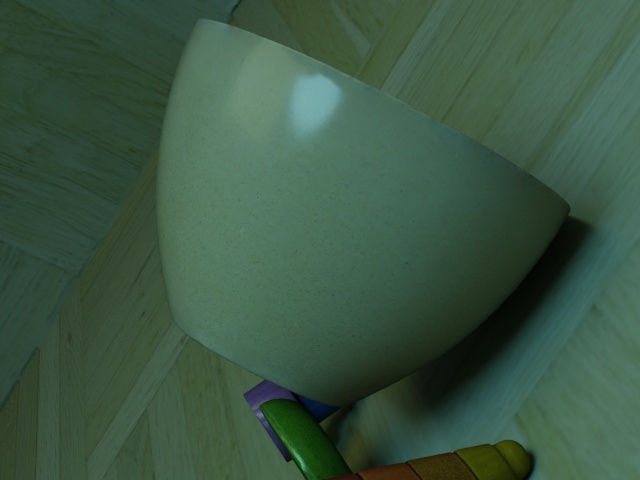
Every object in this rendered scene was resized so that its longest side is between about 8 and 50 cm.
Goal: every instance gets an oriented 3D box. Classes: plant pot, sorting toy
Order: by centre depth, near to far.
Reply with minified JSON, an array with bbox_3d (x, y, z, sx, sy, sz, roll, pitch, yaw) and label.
[{"bbox_3d":[0.000,0.000,0.922,0.191,0.284,0.284,-63,20,0],"label":"plant pot"},{"bbox_3d":[0.045,0.143,0.950,0.126,0.127,0.365,-34,16,-6],"label":"sorting toy"}]
